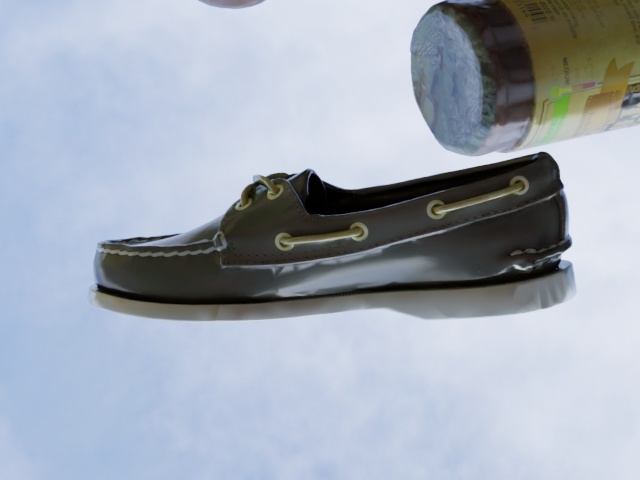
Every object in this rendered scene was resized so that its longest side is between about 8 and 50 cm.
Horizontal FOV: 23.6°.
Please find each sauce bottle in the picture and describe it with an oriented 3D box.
[{"bbox_3d":[0.234,-0.138,1.065,0.344,0.111,0.111,-13,-124,-22],"label":"sauce bottle"}]

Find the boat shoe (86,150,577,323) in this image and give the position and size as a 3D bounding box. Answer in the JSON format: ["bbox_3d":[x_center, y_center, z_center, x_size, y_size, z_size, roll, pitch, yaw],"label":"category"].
[{"bbox_3d":[0.001,-0.001,0.937,0.305,0.109,0.091,-3,-80,13],"label":"boat shoe"}]

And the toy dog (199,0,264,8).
[{"bbox_3d":[-0.009,-0.348,1.122,0.408,0.284,0.395,-31,-152,17],"label":"toy dog"}]
